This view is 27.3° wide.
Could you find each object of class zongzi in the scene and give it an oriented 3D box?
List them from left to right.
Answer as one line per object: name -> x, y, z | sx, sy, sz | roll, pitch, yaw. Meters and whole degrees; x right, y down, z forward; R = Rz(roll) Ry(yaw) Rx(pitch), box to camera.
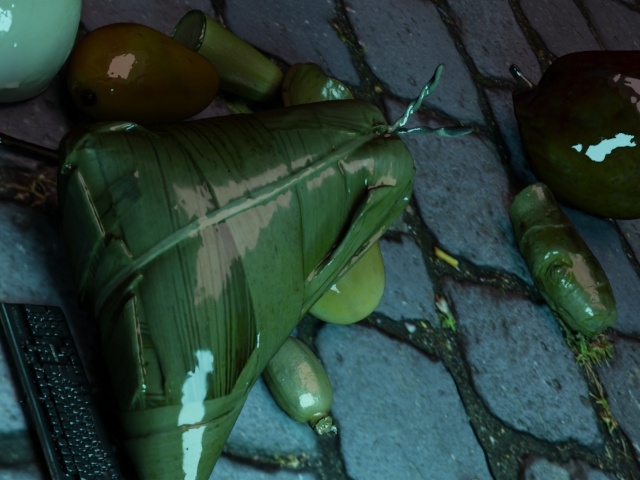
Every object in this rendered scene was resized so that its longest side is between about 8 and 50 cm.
zongzi -> -0.019, 0.069, 1.487 | 0.499, 0.218, 0.467 | -11, 74, -24

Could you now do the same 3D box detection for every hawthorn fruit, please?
hawthorn fruit -> 0.506, -0.192, 2.313 | 0.324, 0.308, 0.308 | -2, 56, -36

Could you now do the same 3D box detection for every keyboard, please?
keyboard -> -0.266, 0.161, 1.349 | 0.093, 0.025, 0.230 | 6, 50, -47

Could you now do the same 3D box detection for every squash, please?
squash -> -0.115, -0.248, 1.898 | 0.224, 0.094, 0.094 | 22, 40, -41

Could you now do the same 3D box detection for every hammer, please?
hammer -> -0.346, -0.114, 1.554 | 0.178, 0.021, 0.065 | 17, 42, -36

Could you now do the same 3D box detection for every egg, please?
egg -> -0.404, -0.334, 1.567 | 0.337, 0.201, 0.337 | 28, 39, -26

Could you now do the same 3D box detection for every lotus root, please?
lotus root -> -0.026, 0.167, 1.564 | 0.073, 0.062, 0.150 | -7, 58, -50

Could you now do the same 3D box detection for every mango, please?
mango -> -0.226, -0.215, 1.705 | 0.253, 0.113, 0.138 | -9, 64, -52

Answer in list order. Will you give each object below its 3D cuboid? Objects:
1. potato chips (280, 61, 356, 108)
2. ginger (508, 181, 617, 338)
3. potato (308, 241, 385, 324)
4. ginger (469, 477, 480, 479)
potato chips -> -0.001, -0.159, 1.924 | 0.195, 0.061, 0.208 | -22, 86, -59
ginger -> 0.384, 0.034, 2.104 | 0.116, 0.109, 0.263 | -11, 59, -21
potato -> 0.000, 0.000, 1.714 | 0.150, 0.146, 0.234 | -22, 69, -21
ginger -> 0.233, 0.409, 1.583 | 0.089, 0.075, 0.288 | 46, 21, -43
